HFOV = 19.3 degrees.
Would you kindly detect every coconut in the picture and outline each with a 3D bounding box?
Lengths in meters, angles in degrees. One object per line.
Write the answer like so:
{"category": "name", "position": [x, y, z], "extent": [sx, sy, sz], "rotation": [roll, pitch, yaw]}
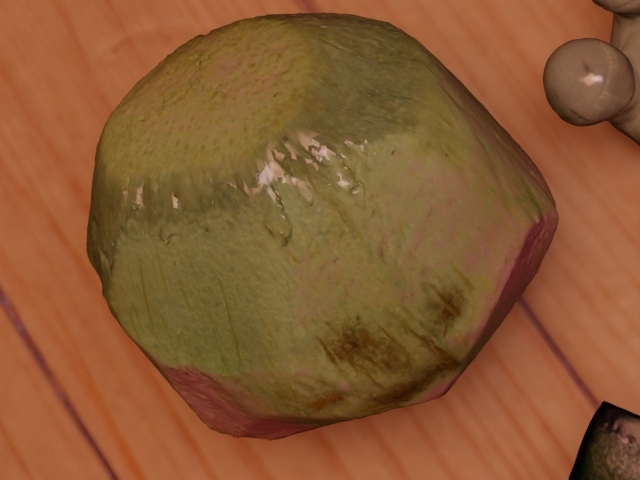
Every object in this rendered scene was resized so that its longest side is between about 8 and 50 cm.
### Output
{"category": "coconut", "position": [0.000, 0.000, 0.947], "extent": [0.236, 0.236, 0.204], "rotation": [-50, 38, 6]}

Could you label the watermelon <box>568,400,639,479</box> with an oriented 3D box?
{"category": "watermelon", "position": [0.180, 0.172, 0.911], "extent": [0.193, 0.137, 0.145], "rotation": [27, 90, -9]}

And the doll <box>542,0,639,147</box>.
{"category": "doll", "position": [0.252, -0.085, 0.934], "extent": [0.275, 0.113, 0.154], "rotation": [7, 75, 11]}
